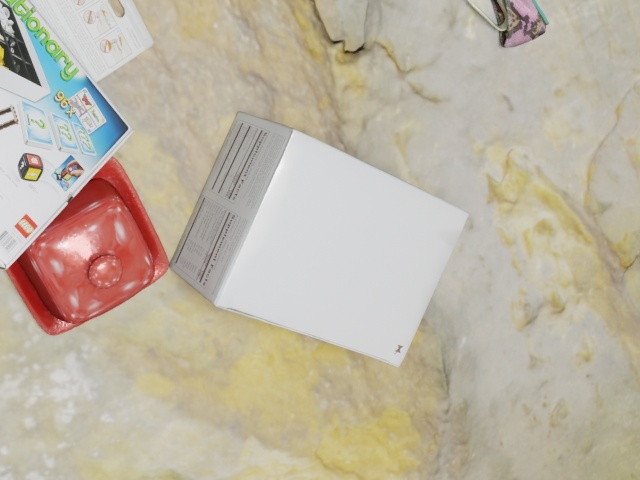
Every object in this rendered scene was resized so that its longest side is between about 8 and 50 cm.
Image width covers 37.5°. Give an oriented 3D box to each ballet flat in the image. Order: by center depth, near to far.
[{"bbox_3d":[0.206,-0.329,1.156,0.079,0.077,0.221,-32,120,4],"label":"ballet flat"}]

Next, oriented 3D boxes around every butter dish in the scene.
[{"bbox_3d":[-0.237,0.018,0.977,0.160,0.118,0.160,-30,118,-18],"label":"butter dish"}]

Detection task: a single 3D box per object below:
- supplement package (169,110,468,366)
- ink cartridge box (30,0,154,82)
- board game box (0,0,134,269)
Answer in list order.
[{"bbox_3d":[0.000,0.000,1.090,0.262,0.145,0.204,22,93,-33],"label":"supplement package"},{"bbox_3d":[-0.273,-0.217,0.945,0.179,0.045,0.145,-44,122,-32],"label":"ink cartridge box"},{"bbox_3d":[-0.326,-0.147,0.836,0.193,0.053,0.305,-54,125,-27],"label":"board game box"}]
